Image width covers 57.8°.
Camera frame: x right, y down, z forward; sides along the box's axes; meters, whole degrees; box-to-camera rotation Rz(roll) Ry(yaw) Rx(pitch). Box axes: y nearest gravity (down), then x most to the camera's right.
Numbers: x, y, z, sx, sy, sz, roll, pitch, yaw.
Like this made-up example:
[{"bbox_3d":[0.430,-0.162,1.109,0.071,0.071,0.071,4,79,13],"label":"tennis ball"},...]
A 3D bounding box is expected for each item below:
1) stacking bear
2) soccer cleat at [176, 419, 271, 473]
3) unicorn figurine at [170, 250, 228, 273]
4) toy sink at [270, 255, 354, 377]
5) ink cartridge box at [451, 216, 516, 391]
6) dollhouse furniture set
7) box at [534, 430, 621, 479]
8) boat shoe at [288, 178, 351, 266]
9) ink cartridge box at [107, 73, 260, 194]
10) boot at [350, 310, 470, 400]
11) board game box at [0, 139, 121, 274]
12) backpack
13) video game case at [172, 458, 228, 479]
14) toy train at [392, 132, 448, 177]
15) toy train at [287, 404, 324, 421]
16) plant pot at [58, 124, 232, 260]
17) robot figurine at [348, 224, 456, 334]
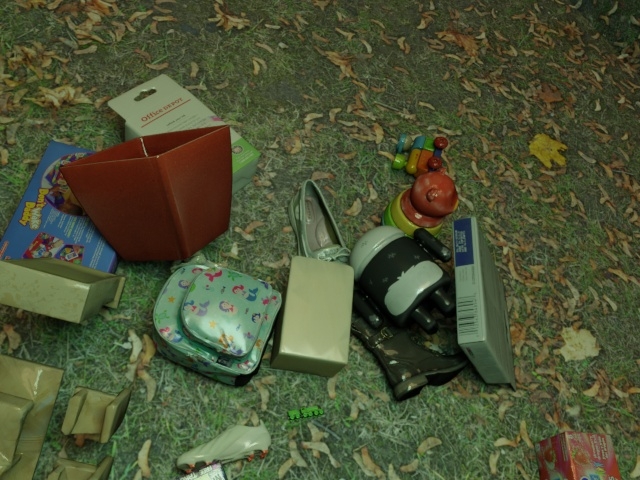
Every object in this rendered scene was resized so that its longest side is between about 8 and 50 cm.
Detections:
[{"bbox_3d":[0.249,-0.062,1.462,0.164,0.289,0.175,33,55,5],"label":"stacking bear"},{"bbox_3d":[-0.195,0.413,1.165,0.196,0.068,0.076,-3,55,-27],"label":"soccer cleat"},{"bbox_3d":[-0.277,0.061,1.342,0.111,0.162,0.060,-23,71,1],"label":"unicorn figurine"},{"bbox_3d":[-0.019,0.176,1.326,0.152,0.131,0.234,11,61,-11],"label":"toy sink"},{"bbox_3d":[0.397,0.164,1.411,0.071,0.330,0.324,-11,53,23],"label":"ink cartridge box"},{"bbox_3d":[-0.529,0.242,1.081,0.362,0.256,0.394,16,88,-6],"label":"dollhouse furniture set"},{"bbox_3d":[0.574,0.562,1.268,0.122,0.128,0.257,9,57,-12],"label":"box"},{"bbox_3d":[0.002,-0.001,1.460,0.118,0.103,0.321,-7,62,-20],"label":"boat shoe"},{"bbox_3d":[-0.357,-0.251,1.496,0.353,0.119,0.207,42,55,10],"label":"ink cartridge box"},{"bbox_3d":[0.219,0.241,1.388,0.262,0.091,0.229,-12,57,-30],"label":"boot"},{"bbox_3d":[-0.559,-0.052,1.332,0.233,0.078,0.347,14,56,-9],"label":"board game box"},{"bbox_3d":[-0.229,0.167,1.241,0.253,0.191,0.225,20,56,2],"label":"backpack"},{"bbox_3d":[-0.231,0.500,0.927,0.232,0.042,0.210,-16,66,-26],"label":"video game case"},{"bbox_3d":[0.273,-0.209,1.684,0.143,0.105,0.248,18,55,7],"label":"toy train"},{"bbox_3d":[-0.032,0.376,1.265,0.083,0.017,0.024,-4,50,-20],"label":"toy train"},{"bbox_3d":[-0.345,-0.096,1.268,0.267,0.236,0.267,-2,22,26],"label":"plant pot"},{"bbox_3d":[0.191,0.091,1.358,0.209,0.174,0.278,-25,59,-35],"label":"robot figurine"}]
